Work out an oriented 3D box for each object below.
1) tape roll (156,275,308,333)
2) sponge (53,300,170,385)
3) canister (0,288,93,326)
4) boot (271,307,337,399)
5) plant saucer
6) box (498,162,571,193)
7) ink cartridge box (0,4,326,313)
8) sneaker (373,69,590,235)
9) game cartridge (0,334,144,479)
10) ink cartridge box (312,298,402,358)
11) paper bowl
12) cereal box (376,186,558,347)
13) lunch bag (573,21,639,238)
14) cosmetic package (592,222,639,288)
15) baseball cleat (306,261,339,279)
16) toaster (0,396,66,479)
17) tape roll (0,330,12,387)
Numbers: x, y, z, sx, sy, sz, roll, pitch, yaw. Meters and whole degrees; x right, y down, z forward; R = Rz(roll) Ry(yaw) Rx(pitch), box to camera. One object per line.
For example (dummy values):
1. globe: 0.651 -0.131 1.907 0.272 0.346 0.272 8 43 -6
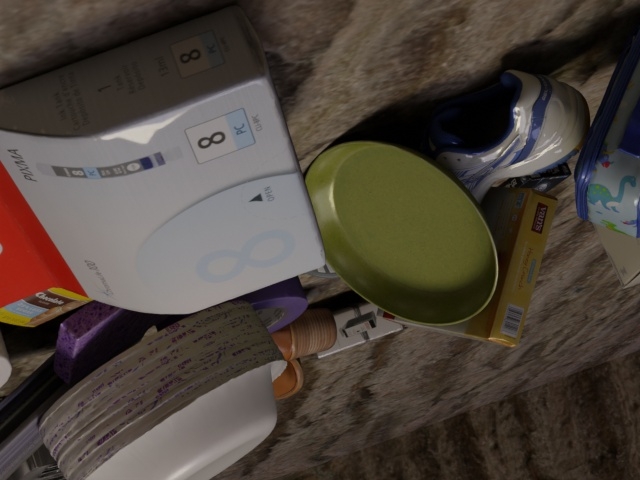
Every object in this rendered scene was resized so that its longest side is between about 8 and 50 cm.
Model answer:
1. tape roll: -0.116 0.075 1.757 0.189 0.080 0.189 -20 164 -6
2. sponge: -0.204 0.072 1.567 0.210 0.031 0.117 -36 163 -32
3. canister: -0.254 0.025 1.435 0.170 0.073 0.126 -24 163 16
4. boot: -0.123 0.177 2.038 0.220 0.109 0.283 -8 167 -25
5. plant saucer: 0.091 -0.014 1.520 0.037 0.241 0.241 -48 -176 -39
6. box: 0.281 -0.077 1.867 0.083 0.018 0.067 -8 159 -39
7. ink cartridge box: -0.204 -0.017 1.213 0.385 0.091 0.308 -22 150 -2
8. sneaker: 0.139 -0.097 1.521 0.296 0.111 0.131 -35 143 31
9. game cartridge: -0.342 0.202 1.669 0.355 0.068 0.230 -45 180 -28
10. ink cartridge box: 0.044 0.127 2.124 0.135 0.056 0.099 -19 -178 -9
11. paper bowl: -0.164 0.201 1.608 0.284 0.148 0.284 -32 168 -8
12. cereal box: 0.161 0.023 1.614 0.047 0.173 0.240 18 174 -29
13. lunch bag: 0.340 -0.123 1.480 0.219 0.090 0.176 -66 164 -8
14. cosmetic package: 0.551 -0.059 2.016 0.310 0.160 0.113 -17 162 -18
15. baseball cleat: 0.000 0.000 1.676 0.206 0.072 0.109 -9 153 -47
16. toaster: -0.388 0.286 2.043 0.186 0.110 0.168 -10 160 -33
17. tape roll: -0.472 0.132 1.463 0.286 0.100 0.286 -19 164 -6
